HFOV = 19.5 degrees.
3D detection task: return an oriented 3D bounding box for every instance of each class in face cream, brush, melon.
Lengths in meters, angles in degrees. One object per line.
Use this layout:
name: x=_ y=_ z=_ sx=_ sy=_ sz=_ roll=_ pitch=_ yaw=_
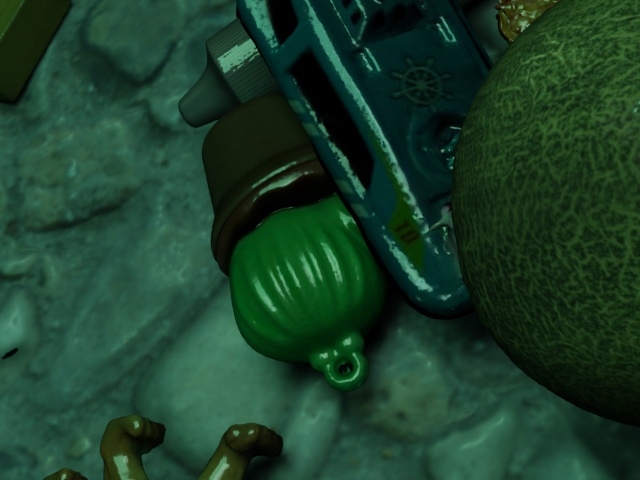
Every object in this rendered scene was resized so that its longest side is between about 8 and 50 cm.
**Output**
face cream: x=0.035 y=-0.170 z=1.266 sx=0.311 sy=0.092 sz=0.092 roll=-34 pitch=49 yaw=5
brush: x=-0.235 y=-0.220 z=1.482 sx=0.103 sy=0.047 sz=0.233 roll=13 pitch=66 yaw=35
melon: x=0.222 y=-0.033 z=0.927 sx=0.329 sy=0.248 sz=0.248 roll=-19 pitch=52 yaw=20

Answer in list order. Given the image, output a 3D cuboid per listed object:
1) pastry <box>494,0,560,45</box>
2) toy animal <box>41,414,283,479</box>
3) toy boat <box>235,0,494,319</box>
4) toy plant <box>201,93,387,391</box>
pastry: x=0.165 y=-0.123 z=1.184 sx=0.087 sy=0.063 sz=0.169 roll=-22 pitch=55 yaw=11
toy animal: x=-0.125 y=0.192 z=1.119 sx=0.312 sy=0.097 sz=0.157 roll=-15 pitch=60 yaw=23
toy boat: x=0.052 y=-0.105 z=1.128 sx=0.134 sy=0.092 sz=0.299 roll=-23 pitch=71 yaw=-19
toy plant: x=0.000 y=0.000 z=1.171 sx=0.143 sy=0.105 sz=0.200 roll=-29 pitch=65 yaw=0
